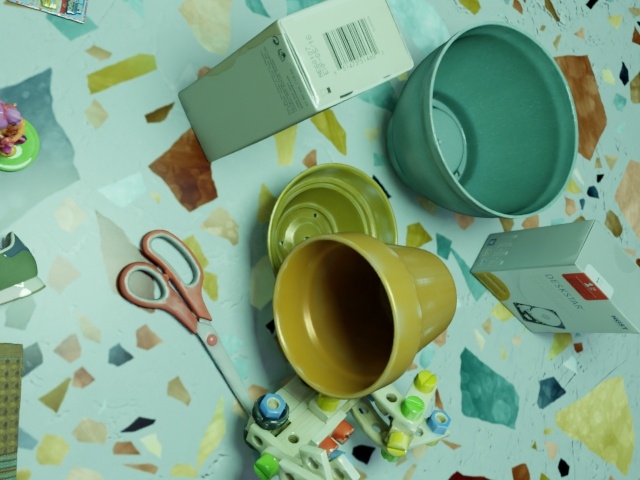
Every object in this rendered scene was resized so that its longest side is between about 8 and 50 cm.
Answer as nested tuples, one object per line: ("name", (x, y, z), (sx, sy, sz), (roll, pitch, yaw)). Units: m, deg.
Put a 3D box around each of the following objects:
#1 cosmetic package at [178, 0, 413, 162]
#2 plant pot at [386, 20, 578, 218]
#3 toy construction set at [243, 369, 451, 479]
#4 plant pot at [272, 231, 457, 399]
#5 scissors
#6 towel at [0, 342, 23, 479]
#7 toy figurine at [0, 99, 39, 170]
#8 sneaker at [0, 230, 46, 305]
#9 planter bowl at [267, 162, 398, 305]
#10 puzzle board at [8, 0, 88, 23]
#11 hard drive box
("cosmetic package", (-0.044, -0.204, 1.007), (0.160, 0.309, 0.113), (-29, 100, -31))
("plant pot", (0.226, -0.168, 1.227), (0.293, 0.196, 0.293), (4, 82, -31))
("toy construction set", (0.029, 0.257, 1.047), (0.215, 0.151, 0.327), (37, 28, 18))
("plant pot", (0.074, 0.084, 1.025), (0.188, 0.205, 0.205), (-10, 90, -47))
("scissors", (-0.152, 0.115, 1.074), (0.297, 0.021, 0.109), (48, 62, -16))
("towel", (-0.461, 0.230, 0.777), (0.370, 0.040, 0.271), (13, 76, -59))
("toy figurine", (-0.390, -0.132, 0.881), (0.173, 0.159, 0.130), (8, 81, -30))
("sneaker", (-0.420, 0.047, 0.899), (0.192, 0.064, 0.086), (-21, 97, -37))
("planter bowl", (0.000, 0.000, 1.132), (0.217, 0.090, 0.217), (0, 90, -31))
("puzzle board", (-0.344, -0.356, 1.018), (0.096, 0.011, 0.128), (11, 78, -29))
("hard drive box", (0.393, 0.064, 1.279), (0.181, 0.232, 0.089), (42, 66, -20))
